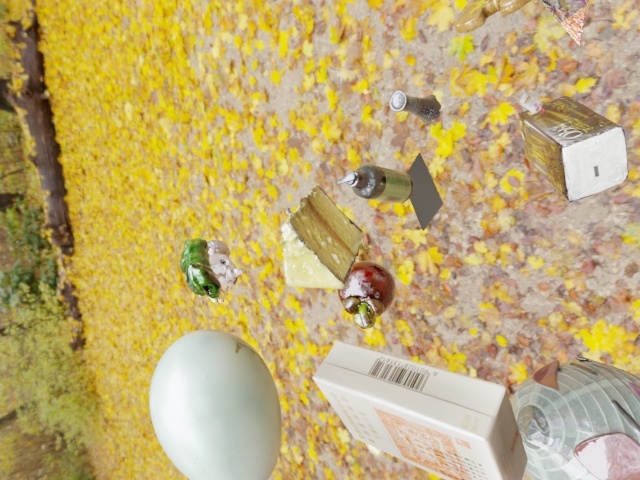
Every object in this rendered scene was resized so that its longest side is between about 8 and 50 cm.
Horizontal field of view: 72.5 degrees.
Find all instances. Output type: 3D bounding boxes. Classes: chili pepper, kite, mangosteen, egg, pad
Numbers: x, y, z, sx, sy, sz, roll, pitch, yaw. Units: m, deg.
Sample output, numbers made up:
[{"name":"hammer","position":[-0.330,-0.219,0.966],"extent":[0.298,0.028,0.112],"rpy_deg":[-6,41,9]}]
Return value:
[{"name":"chili pepper","position":[-0.181,0.047,0.655],"extent":[0.182,0.050,0.073],"rpy_deg":[-151,58,-65]},{"name":"kite","position":[0.597,-0.593,1.069],"extent":[0.125,0.008,0.222],"rpy_deg":[13,97,20]},{"name":"mangosteen","position":[0.162,0.202,1.559],"extent":[0.215,0.215,0.257],"rpy_deg":[128,157,-48]},{"name":"egg","position":[-0.151,0.262,0.662],"extent":[0.183,0.183,0.264],"rpy_deg":[-8,105,55]},{"name":"pad","position":[0.379,-0.184,1.633],"extent":[0.159,0.009,0.265],"rpy_deg":[115,149,-49]}]

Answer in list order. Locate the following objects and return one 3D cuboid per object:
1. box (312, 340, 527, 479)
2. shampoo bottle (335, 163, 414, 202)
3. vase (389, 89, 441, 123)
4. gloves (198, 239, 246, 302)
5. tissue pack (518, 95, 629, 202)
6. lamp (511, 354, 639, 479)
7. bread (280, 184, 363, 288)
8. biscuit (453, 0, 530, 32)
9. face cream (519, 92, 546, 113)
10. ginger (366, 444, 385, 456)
[{"name":"box","position":[0.104,0.191,0.474],"extent":[0.201,0.058,0.141],"rpy_deg":[5,134,40]},{"name":"shampoo bottle","position":[0.162,-0.166,1.270],"extent":[0.101,0.284,0.101],"rpy_deg":[0,89,41]},{"name":"vase","position":[0.362,-0.522,1.693],"extent":[0.115,0.237,0.115],"rpy_deg":[8,101,44]},{"name":"gloves","position":[-0.235,0.060,0.962],"extent":[0.144,0.110,0.094],"rpy_deg":[46,155,41]},{"name":"tissue pack","position":[0.814,-0.308,1.420],"extent":[0.370,0.198,0.210],"rpy_deg":[-87,-23,-59]},{"name":"lamp","position":[0.402,0.296,0.644],"extent":[0.265,0.233,0.233],"rpy_deg":[-121,29,-69]},{"name":"bread","position":[0.000,0.000,0.935],"extent":[0.178,0.266,0.142],"rpy_deg":[34,120,-1]},{"name":"biscuit","position":[0.427,-0.587,1.057],"extent":[0.186,0.295,0.044],"rpy_deg":[-11,122,32]},{"name":"face cream","position":[0.644,-0.410,1.318],"extent":[0.040,0.083,0.021],"rpy_deg":[-61,11,12]},{"name":"ginger","position":[0.130,0.415,1.065],"extent":[0.081,0.115,0.205],"rpy_deg":[93,155,-46]}]
